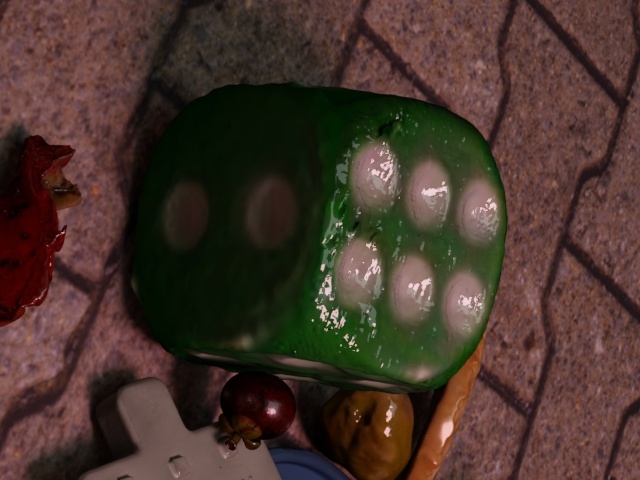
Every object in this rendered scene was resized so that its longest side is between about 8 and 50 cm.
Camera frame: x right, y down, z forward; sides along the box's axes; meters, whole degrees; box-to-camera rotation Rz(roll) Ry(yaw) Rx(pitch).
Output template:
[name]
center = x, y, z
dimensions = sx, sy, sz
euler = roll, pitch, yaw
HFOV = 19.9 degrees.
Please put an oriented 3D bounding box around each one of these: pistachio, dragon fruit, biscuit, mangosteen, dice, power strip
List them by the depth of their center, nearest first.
[dragon fruit]
center = -0.297, -0.012, 1.753
dimensions = 0.092, 0.122, 0.192
euler = 93, 10, -66
[power strip]
center = -0.158, 0.235, 1.839
dimensions = 0.265, 0.059, 0.193
euler = -16, 77, -49
[mangosteen]
center = -0.065, 0.173, 1.878
dimensions = 0.081, 0.081, 0.081
euler = 4, 84, -49
[dice]
center = 0.000, 0.000, 1.900
dimensions = 0.297, 0.300, 0.287
euler = 20, 75, -47
[pistachio]
center = 0.053, 0.224, 2.063
dimensions = 0.100, 0.189, 0.110
euler = -23, 69, -18
[biscuit]
center = 0.145, 0.199, 2.153
dimensions = 0.040, 0.204, 0.309
euler = 21, 63, 1

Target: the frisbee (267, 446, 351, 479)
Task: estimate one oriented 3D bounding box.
[frisbee]
center = -0.049, 0.371, 2.004
dimensions = 0.289, 0.049, 0.289
euler = 6, 81, -42
